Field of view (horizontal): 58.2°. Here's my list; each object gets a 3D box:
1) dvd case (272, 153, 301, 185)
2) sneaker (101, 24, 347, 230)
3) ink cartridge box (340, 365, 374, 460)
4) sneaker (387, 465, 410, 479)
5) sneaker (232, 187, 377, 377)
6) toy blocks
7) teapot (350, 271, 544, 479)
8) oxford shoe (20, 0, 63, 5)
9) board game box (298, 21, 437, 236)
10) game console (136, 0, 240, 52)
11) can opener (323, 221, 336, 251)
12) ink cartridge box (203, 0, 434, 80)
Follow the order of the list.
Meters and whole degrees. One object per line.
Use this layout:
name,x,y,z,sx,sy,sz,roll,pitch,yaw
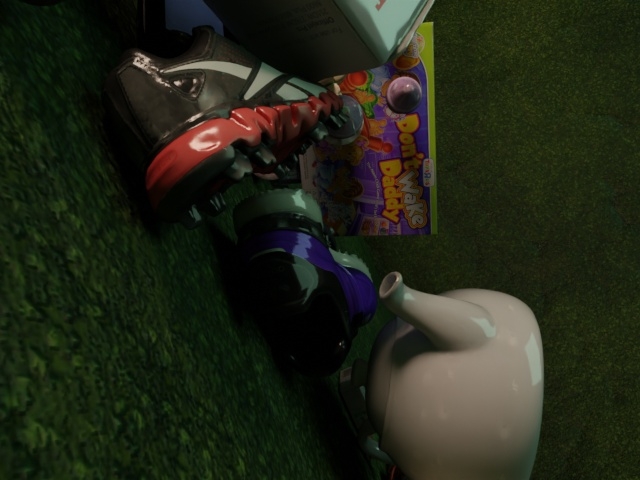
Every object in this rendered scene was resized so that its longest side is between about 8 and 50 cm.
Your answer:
dvd case,-0.062,-0.205,0.977,0.164,0.018,0.221,-25,110,-74
sneaker,-0.067,-0.111,0.468,0.135,0.098,0.276,50,30,-1
ink cartridge box,0.061,0.237,0.795,0.063,0.029,0.115,-76,142,-79
sneaker,0.148,0.341,0.865,0.270,0.090,0.145,-97,165,-57
sneaker,-0.005,0.075,0.598,0.293,0.102,0.146,48,27,-59
toy blocks,-0.001,-0.264,0.760,0.260,0.309,0.288,-99,165,-86
teapot,0.127,0.168,0.649,0.252,0.187,0.255,22,75,-82
oxford shoe,-0.173,-0.228,0.322,0.096,0.083,0.227,40,29,-84
board game box,0.080,-0.183,0.991,0.078,0.234,0.346,-61,148,-68
game console,-0.127,-0.306,0.608,0.213,0.044,0.361,6,64,-30
can opener,0.000,0.000,0.960,0.186,0.059,0.073,47,21,-68
ink cartridge box,-0.042,-0.372,0.479,0.166,0.285,0.395,7,-30,50
